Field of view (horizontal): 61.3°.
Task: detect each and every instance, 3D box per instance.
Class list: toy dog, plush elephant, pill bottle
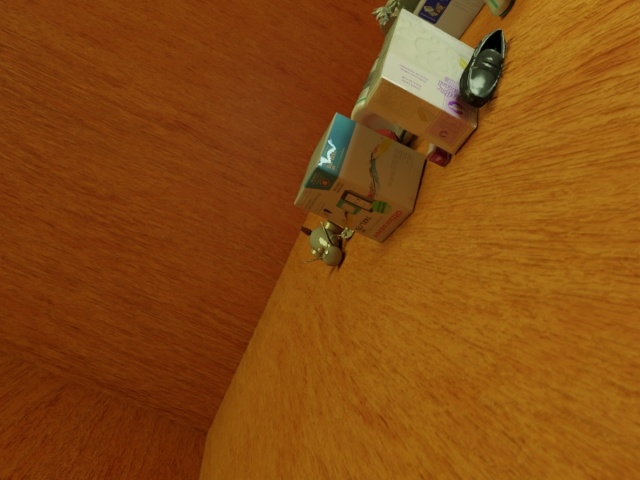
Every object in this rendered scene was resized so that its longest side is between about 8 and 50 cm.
[{"bbox_3d":[0.000,0.000,2.040,0.334,0.161,0.220,148,146,-76],"label":"toy dog"},{"bbox_3d":[0.383,-0.843,1.924,0.330,0.271,0.255,-18,-3,36],"label":"plush elephant"},{"bbox_3d":[0.247,-0.490,1.740,0.361,0.204,0.204,-66,8,-27],"label":"pill bottle"}]

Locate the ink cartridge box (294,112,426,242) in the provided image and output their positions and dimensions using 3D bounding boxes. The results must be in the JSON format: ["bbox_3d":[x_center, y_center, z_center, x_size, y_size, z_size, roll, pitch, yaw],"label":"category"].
[{"bbox_3d":[0.105,-0.161,1.443,0.198,0.270,0.197,127,164,-57],"label":"ink cartridge box"}]

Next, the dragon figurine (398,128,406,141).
[{"bbox_3d":[0.303,-0.390,1.513,0.085,0.144,0.289,-81,-1,-58],"label":"dragon figurine"}]

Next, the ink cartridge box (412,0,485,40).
[{"bbox_3d":[0.401,-0.726,1.606,0.332,0.165,0.065,-50,18,58],"label":"ink cartridge box"}]

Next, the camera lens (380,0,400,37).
[{"bbox_3d":[0.388,-0.973,2.239,0.274,0.219,0.219,-67,8,-12],"label":"camera lens"}]

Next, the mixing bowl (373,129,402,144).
[{"bbox_3d":[0.199,-0.266,1.631,0.098,0.181,0.181,-28,21,16],"label":"mixing bowl"}]

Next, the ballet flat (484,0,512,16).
[{"bbox_3d":[0.450,-0.659,1.385,0.086,0.086,0.248,-57,11,44],"label":"ballet flat"}]

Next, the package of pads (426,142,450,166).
[{"bbox_3d":[0.280,-0.216,1.267,0.032,0.050,0.083,-55,12,52],"label":"package of pads"}]

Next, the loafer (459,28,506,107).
[{"bbox_3d":[0.354,-0.376,1.169,0.078,0.076,0.223,113,-179,-57],"label":"loafer"}]

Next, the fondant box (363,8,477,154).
[{"bbox_3d":[0.251,-0.382,1.275,0.096,0.238,0.330,-54,13,49],"label":"fondant box"}]
